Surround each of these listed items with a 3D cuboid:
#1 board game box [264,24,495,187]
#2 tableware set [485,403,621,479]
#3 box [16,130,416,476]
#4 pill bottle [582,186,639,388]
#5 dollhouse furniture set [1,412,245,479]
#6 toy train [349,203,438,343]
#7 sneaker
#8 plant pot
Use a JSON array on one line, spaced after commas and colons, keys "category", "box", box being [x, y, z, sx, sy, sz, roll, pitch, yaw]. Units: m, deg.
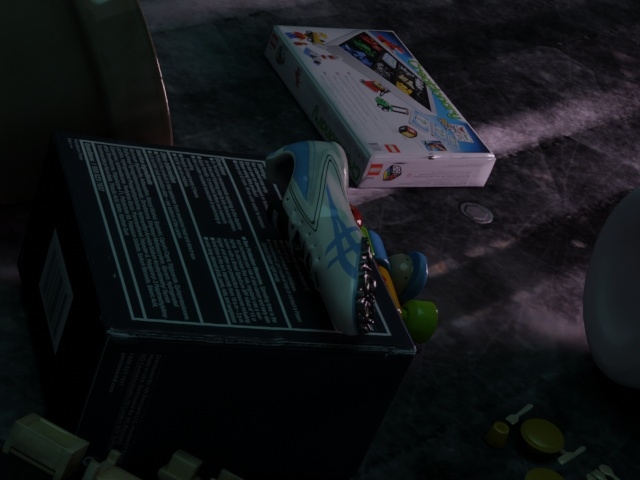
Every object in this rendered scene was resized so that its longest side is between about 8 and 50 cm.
[{"category": "board game box", "box": [0.073, -0.179, 2.090, 0.193, 0.053, 0.305, -1, 39, -30]}, {"category": "tableware set", "box": [0.233, 0.234, 1.614, 0.154, 0.024, 0.104, 40, 40, 25]}, {"category": "box", "box": [-0.109, 0.063, 1.516, 0.294, 0.182, 0.296, 4, 38, -24]}, {"category": "pill bottle", "box": [0.525, 0.080, 1.811, 0.408, 0.229, 0.229, 10, 34, -17]}, {"category": "dollhouse furniture set", "box": [-0.172, 0.226, 1.362, 0.182, 0.101, 0.161, 27, 9, 9]}, {"category": "toy train", "box": [0.063, 0.075, 1.687, 0.143, 0.105, 0.248, 21, 30, -27]}, {"category": "sneaker", "box": [0.000, 0.000, 1.447, 0.086, 0.085, 0.237, -11, 43, -3]}, {"category": "plant pot", "box": [-0.341, -0.164, 1.629, 0.280, 0.323, 0.323, -19, 47, -19]}]
